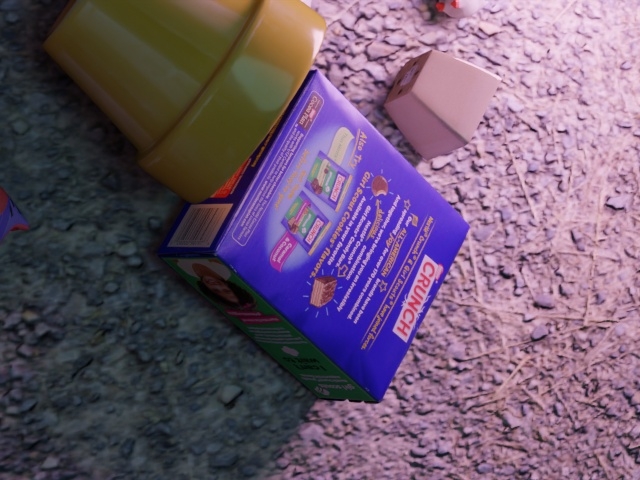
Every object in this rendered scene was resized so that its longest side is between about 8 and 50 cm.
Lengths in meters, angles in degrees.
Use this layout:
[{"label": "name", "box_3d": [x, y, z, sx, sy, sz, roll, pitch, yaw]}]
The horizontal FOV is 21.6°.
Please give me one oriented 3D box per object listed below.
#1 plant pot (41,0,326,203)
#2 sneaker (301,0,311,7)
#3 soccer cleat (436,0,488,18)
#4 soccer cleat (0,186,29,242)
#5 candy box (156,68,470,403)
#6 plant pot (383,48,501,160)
[{"label": "plant pot", "box_3d": [-0.161, -0.208, 1.830, 0.239, 0.254, 0.254, 36, 67, -13]}, {"label": "sneaker", "box_3d": [-0.130, -0.362, 1.944, 0.292, 0.108, 0.169, 25, 60, -30]}, {"label": "soccer cleat", "box_3d": [0.176, -0.389, 2.188, 0.076, 0.068, 0.196, -20, 108, -41]}, {"label": "soccer cleat", "box_3d": [-0.407, 0.072, 1.708, 0.116, 0.108, 0.318, 41, 63, -33]}, {"label": "candy box", "box_3d": [0.000, 0.000, 1.993, 0.317, 0.122, 0.268, 44, 63, -32]}, {"label": "plant pot", "box_3d": [0.146, -0.181, 2.136, 0.096, 0.109, 0.109, 35, 68, -17]}]
